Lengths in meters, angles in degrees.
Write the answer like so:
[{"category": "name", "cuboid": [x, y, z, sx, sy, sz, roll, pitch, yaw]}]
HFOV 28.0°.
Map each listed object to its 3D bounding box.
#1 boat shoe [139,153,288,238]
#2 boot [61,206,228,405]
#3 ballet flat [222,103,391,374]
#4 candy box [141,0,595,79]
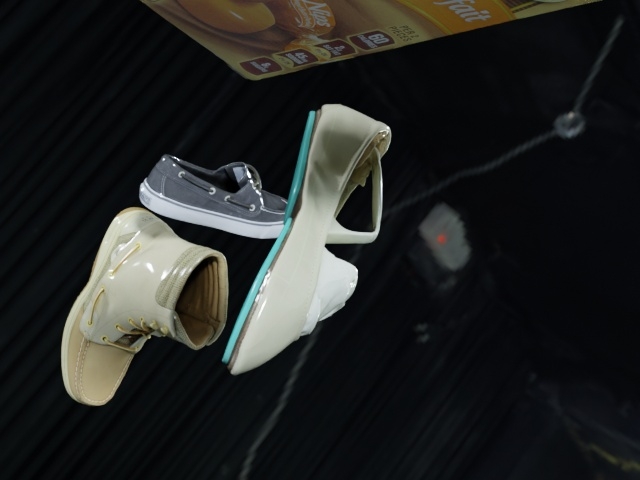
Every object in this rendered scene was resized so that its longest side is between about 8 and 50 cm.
[{"category": "boat shoe", "cuboid": [-0.111, -0.061, 1.545, 0.228, 0.076, 0.080, 12, 26, -39]}, {"category": "boot", "cuboid": [-0.215, 0.108, 1.576, 0.095, 0.262, 0.203, 18, 4, -43]}, {"category": "ballet flat", "cuboid": [0.000, 0.000, 0.961, 0.086, 0.249, 0.086, 13, -32, 8]}, {"category": "candy box", "cuboid": [0.039, -0.177, 0.603, 0.316, 0.088, 0.183, -7, -25, 36]}]
